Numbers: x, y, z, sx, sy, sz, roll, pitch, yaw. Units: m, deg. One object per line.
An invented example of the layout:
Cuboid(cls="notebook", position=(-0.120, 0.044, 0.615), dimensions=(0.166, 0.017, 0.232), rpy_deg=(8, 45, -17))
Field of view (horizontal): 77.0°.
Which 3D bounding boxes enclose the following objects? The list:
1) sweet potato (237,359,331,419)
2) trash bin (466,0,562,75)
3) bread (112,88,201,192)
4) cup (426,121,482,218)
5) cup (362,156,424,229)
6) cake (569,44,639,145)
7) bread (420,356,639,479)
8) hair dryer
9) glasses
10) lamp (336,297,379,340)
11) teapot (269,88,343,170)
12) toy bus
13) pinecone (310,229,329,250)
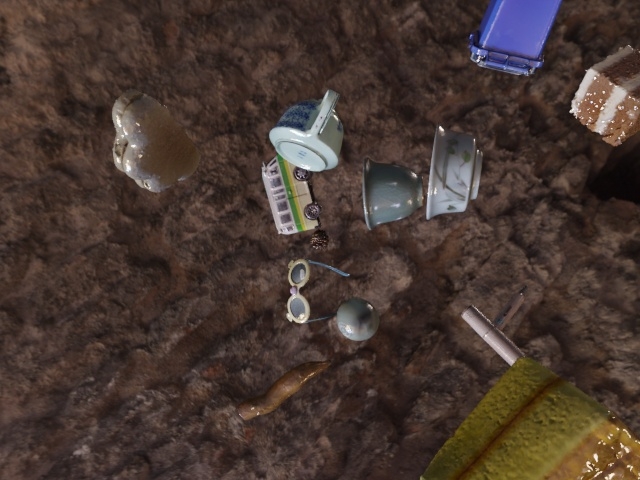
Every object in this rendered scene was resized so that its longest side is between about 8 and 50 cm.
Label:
Cuboid(cls="sweet potato", position=(-0.095, 0.405, 1.112), dimensions=(0.281, 0.059, 0.067), rpy_deg=(-33, -68, -2))
Cuboid(cls="trash bin", position=(0.422, -0.485, 0.841), dimensions=(0.162, 0.234, 0.184), rpy_deg=(16, -137, 6))
Cuboid(cls="bread", position=(-0.427, -0.228, 1.033), dimensions=(0.102, 0.337, 0.183), rpy_deg=(28, -101, 11))
Cuboid(cls="cup", position=(0.479, -0.239, 1.430), dimensions=(0.163, 0.347, 0.347), rpy_deg=(7, -121, 18))
Cuboid(cls="cup", position=(0.201, -0.129, 1.085), dimensions=(0.150, 0.199, 0.199), rpy_deg=(-2, -120, 15))
Cuboid(cls="cake", position=(0.637, -0.308, 0.857), dimensions=(0.134, 0.135, 0.147), rpy_deg=(-35, -117, -11))
Cuboid(cls="bread", position=(0.397, 0.445, 0.769), dimensions=(0.361, 0.233, 0.245), rpy_deg=(-44, -75, -1))
Cuboid(cls="hair dryer", position=(0.562, 0.230, 1.175), dimensions=(0.220, 0.053, 0.195), rpy_deg=(-30, -124, -15))
Cuboid(cls="glasses", position=(0.011, 0.153, 1.224), dimensions=(0.220, 0.088, 0.190), rpy_deg=(5, -98, -29))
Cuboid(cls="lamp", position=(0.091, 0.192, 0.979), dimensions=(0.105, 0.105, 0.105), rpy_deg=(3, -119, -6))
Cuboid(cls="teapot", position=(-0.016, -0.242, 0.863), dimensions=(0.159, 0.232, 0.159), rpy_deg=(2, -96, -15))
Cuboid(cls="toy bus", position=(-0.106, -0.179, 1.486), dimensions=(0.179, 0.143, 0.305), rpy_deg=(-14, -83, 5))
Cuboid(cls="pinecone", position=(0.000, 0.000, 1.534), dimensions=(0.077, 0.083, 0.077), rpy_deg=(-15, -126, 23))
